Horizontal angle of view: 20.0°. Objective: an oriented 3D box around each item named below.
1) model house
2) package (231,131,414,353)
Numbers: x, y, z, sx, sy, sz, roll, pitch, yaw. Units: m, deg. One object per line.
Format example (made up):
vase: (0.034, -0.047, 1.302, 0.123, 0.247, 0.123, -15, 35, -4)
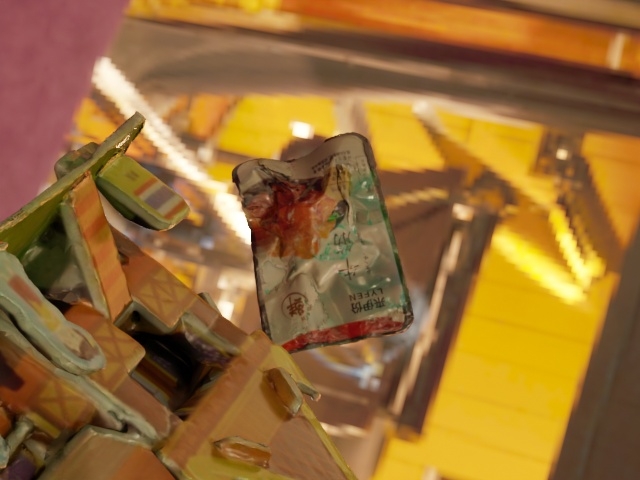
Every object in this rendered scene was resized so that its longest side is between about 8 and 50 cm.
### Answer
model house: (-0.107, 0.131, 1.044, 0.242, 0.313, 0.358, -53, 179, 20)
package: (0.000, 0.000, 1.942, 0.040, 0.166, 0.232, 95, -16, -74)
